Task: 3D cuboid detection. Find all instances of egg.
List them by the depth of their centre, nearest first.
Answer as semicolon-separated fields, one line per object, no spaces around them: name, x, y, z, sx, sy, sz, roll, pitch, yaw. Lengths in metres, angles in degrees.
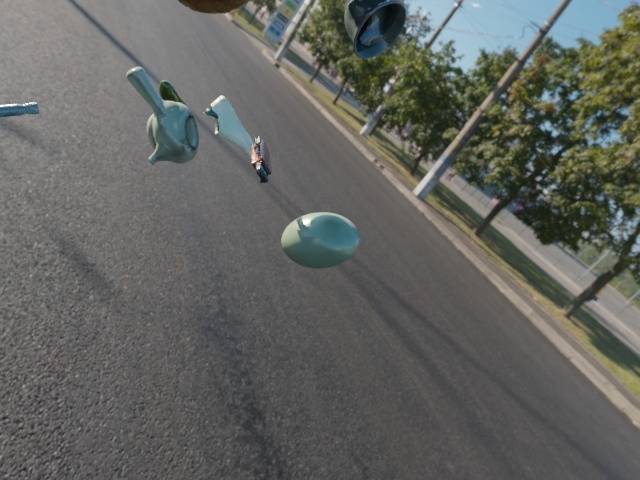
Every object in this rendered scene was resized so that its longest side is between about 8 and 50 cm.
egg;0.000;0.000;1.594;0.283;0.202;0.203;-3;23;2

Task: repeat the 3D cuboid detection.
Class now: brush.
brush;-0.198;-0.285;1.485;0.070;0.051;0.323;54;11;-35

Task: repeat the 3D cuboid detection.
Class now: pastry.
pastry;-0.366;-0.905;1.525;0.330;0.330;0.136;10;72;-55

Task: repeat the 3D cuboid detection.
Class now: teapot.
teapot;-0.516;-0.415;1.494;0.149;0.318;0.220;-5;18;5

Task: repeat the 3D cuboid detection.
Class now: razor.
razor;-0.719;-0.266;0.921;0.232;0.068;0.106;-16;48;-25

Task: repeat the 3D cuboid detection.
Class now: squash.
squash;-0.599;-0.570;1.804;0.069;0.069;0.258;40;-5;5

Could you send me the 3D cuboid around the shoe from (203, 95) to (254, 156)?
shoe;-0.357;-0.428;1.746;0.095;0.110;0.264;33;-25;56

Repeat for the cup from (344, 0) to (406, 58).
cup;0.148;-0.709;1.411;0.150;0.199;0.199;55;23;19
